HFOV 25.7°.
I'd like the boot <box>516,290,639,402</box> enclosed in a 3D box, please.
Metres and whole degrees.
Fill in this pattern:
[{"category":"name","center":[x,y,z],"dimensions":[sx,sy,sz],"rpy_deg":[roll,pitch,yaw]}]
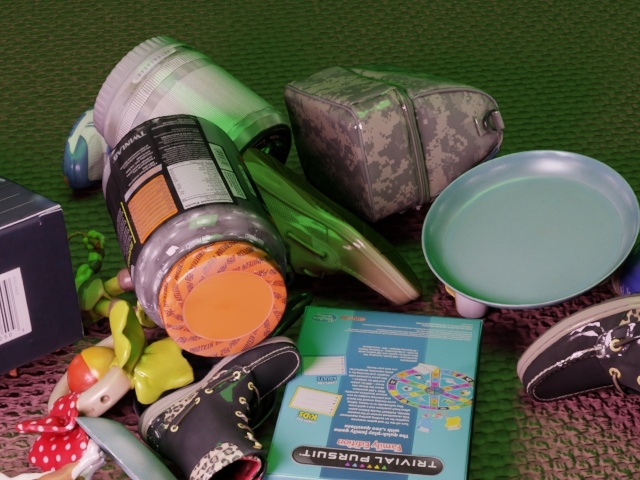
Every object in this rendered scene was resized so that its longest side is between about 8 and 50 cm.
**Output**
[{"category":"boot","center":[0.450,0.211,1.801],"dimensions":[0.377,0.138,0.284],"rpy_deg":[-22,57,20]}]

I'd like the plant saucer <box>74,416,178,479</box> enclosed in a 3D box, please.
[{"category":"plant saucer","center":[-0.222,0.275,1.721],"dimensions":[0.037,0.195,0.195],"rpy_deg":[-44,50,-13]}]

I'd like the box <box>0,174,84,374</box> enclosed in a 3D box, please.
[{"category":"box","center":[-0.564,0.038,1.938],"dimensions":[0.293,0.212,0.395],"rpy_deg":[-25,31,-35]}]

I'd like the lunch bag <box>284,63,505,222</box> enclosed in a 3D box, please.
[{"category":"lunch bag","center":[0.121,-0.180,2.258],"dimensions":[0.256,0.212,0.305],"rpy_deg":[-23,23,-18]}]

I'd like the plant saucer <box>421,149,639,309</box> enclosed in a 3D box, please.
[{"category":"plant saucer","center":[0.308,-0.011,2.051],"dimensions":[0.318,0.043,0.317],"rpy_deg":[-9,44,9]}]

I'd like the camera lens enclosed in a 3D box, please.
[{"category":"camera lens","center":[-0.200,-0.173,2.254],"dimensions":[0.274,0.219,0.219],"rpy_deg":[38,50,17]}]

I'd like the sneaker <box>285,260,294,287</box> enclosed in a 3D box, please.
[{"category":"sneaker","center":[-0.079,0.039,2.150],"dimensions":[0.084,0.069,0.185],"rpy_deg":[33,25,-7]}]

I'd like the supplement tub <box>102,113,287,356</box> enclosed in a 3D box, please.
[{"category":"supplement tub","center":[-0.168,-0.008,1.894],"dimensions":[0.207,0.207,0.338],"rpy_deg":[-11,38,-13]}]

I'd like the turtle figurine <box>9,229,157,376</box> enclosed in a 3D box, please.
[{"category":"turtle figurine","center":[-0.334,0.096,2.048],"dimensions":[0.217,0.087,0.269],"rpy_deg":[-4,46,27]}]

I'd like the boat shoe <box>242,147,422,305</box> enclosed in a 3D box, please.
[{"category":"boat shoe","center":[0.000,0.000,2.115],"dimensions":[0.341,0.110,0.121],"rpy_deg":[38,10,7]}]

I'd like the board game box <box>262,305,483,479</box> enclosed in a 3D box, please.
[{"category":"board game box","center":[0.078,0.230,1.866],"dimensions":[0.254,0.079,0.336],"rpy_deg":[4,37,8]}]

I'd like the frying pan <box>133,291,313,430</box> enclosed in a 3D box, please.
[{"category":"frying pan","center":[-0.141,0.179,1.964],"dimensions":[0.197,0.053,0.326],"rpy_deg":[7,38,12]}]

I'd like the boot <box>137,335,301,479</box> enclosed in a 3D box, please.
[{"category":"boot","center":[-0.096,0.230,1.779],"dimensions":[0.236,0.085,0.178],"rpy_deg":[-30,37,-16]}]

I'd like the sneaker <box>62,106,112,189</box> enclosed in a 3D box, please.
[{"category":"sneaker","center":[-0.327,-0.181,2.407],"dimensions":[0.131,0.112,0.296],"rpy_deg":[17,42,19]}]

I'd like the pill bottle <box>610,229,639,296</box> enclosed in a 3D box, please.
[{"category":"pill bottle","center":[0.544,0.089,1.978],"dimensions":[0.153,0.153,0.264],"rpy_deg":[-18,40,-20]}]

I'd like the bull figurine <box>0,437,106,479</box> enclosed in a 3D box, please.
[{"category":"bull figurine","center":[-0.310,0.343,1.695],"dimensions":[0.188,0.101,0.310],"rpy_deg":[-44,56,-14]}]

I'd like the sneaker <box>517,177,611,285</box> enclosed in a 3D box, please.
[{"category":"sneaker","center":[0.343,-0.025,2.169],"dimensions":[0.110,0.118,0.292],"rpy_deg":[-26,44,-31]}]

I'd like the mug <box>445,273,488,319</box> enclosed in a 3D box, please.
[{"category":"mug","center":[0.224,0.078,2.077],"dimensions":[0.062,0.064,0.078],"rpy_deg":[-8,37,-8]}]

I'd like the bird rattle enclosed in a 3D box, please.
[{"category":"bird rattle","center":[-0.297,0.203,1.883],"dimensions":[0.253,0.143,0.207],"rpy_deg":[-48,18,0]}]
